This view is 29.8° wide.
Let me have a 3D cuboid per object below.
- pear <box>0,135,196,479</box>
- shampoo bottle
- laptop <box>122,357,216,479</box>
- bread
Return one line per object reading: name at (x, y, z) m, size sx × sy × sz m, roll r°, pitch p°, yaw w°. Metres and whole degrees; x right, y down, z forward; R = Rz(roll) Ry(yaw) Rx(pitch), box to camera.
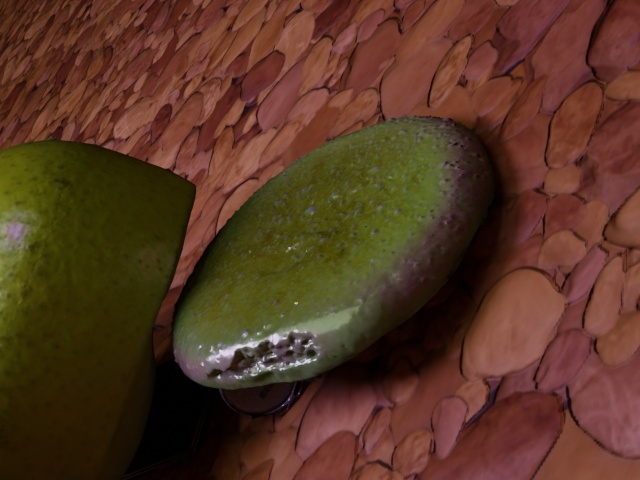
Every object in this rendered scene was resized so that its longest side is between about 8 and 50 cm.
pear at (-0.264, 0.113, 1.032) m, size 0.342 × 0.238 × 0.318 m, roll 122°, pitch 162°, yaw -46°
shampoo bottle at (-0.074, 0.071, 1.034) m, size 0.072 × 0.072 × 0.214 m, roll -52°, pitch 26°, yaw 9°
laptop at (-0.151, 0.163, 1.123) m, size 0.180 × 0.016 × 0.129 m, roll -29°, pitch 37°, yaw 44°
bread at (0.003, -0.004, 0.941) m, size 0.301 × 0.045 × 0.301 m, roll -28°, pitch 28°, yaw 17°
